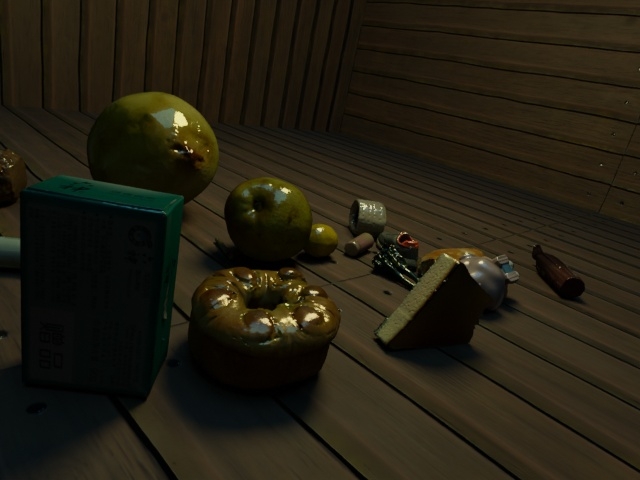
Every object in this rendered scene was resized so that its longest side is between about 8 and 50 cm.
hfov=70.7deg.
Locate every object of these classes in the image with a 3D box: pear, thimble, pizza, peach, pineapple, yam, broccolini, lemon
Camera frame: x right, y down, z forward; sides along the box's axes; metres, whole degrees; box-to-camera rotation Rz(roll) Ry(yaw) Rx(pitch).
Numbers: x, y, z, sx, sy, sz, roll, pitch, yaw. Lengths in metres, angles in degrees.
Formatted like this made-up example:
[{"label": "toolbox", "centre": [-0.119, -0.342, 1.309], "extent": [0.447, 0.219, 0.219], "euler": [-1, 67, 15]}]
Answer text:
[{"label": "pear", "centre": [-0.114, -0.046, 0.991], "extent": [0.200, 0.199, 0.200], "euler": [10, 20, -4]}, {"label": "thimble", "centre": [0.139, -0.065, 1.321], "extent": [0.090, 0.102, 0.115], "euler": [8, 49, -12]}, {"label": "pizza", "centre": [0.345, 0.059, 1.162], "extent": [0.135, 0.056, 0.271], "euler": [23, 21, 34]}, {"label": "peach", "centre": [-0.410, -0.214, 1.129], "extent": [0.316, 0.313, 0.282], "euler": [-23, -20, 35]}, {"label": "pineapple", "centre": [-0.799, -0.148, 0.995], "extent": [0.248, 0.128, 0.128], "euler": [2, 22, -14]}, {"label": "yam", "centre": [-0.218, 0.017, 1.018], "extent": [0.014, 0.014, 0.107], "euler": [-1, 24, -32]}, {"label": "broccolini", "centre": [0.198, 0.086, 1.046], "extent": [0.201, 0.074, 0.058], "euler": [48, -6, 33]}, {"label": "lemon", "centre": [0.000, 0.000, 1.090], "extent": [0.082, 0.081, 0.111], "euler": [26, 18, 35]}]

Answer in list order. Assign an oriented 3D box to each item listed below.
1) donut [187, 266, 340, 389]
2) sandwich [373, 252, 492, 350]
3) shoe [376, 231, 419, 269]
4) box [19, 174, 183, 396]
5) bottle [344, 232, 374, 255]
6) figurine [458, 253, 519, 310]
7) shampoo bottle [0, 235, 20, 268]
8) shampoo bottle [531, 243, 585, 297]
[{"label": "donut", "centre": [-0.085, 0.119, 0.667], "extent": [0.227, 0.113, 0.226], "euler": [10, 20, -4]}, {"label": "sandwich", "centre": [0.213, 0.142, 0.814], "extent": [0.162, 0.193, 0.058], "euler": [43, -2, -31]}, {"label": "shoe", "centre": [0.208, 0.007, 1.193], "extent": [0.074, 0.077, 0.194], "euler": [5, 21, -16]}, {"label": "box", "centre": [-0.261, 0.056, 0.548], "extent": [0.154, 0.244, 0.092], "euler": [10, 17, -7]}, {"label": "bottle", "centre": [0.100, 0.012, 1.171], "extent": [0.045, 0.045, 0.096], "euler": [22, 25, 25]}, {"label": "figurine", "centre": [0.372, 0.088, 1.017], "extent": [0.229, 0.137, 0.112], "euler": [-9, -14, -35]}, {"label": "shampoo bottle", "centre": [-0.564, 0.017, 0.763], "extent": [0.195, 0.056, 0.056], "euler": [6, 21, -13]}, {"label": "shampoo bottle", "centre": [0.645, 0.080, 1.253], "extent": [0.067, 0.068, 0.236], "euler": [10, 19, 0]}]
